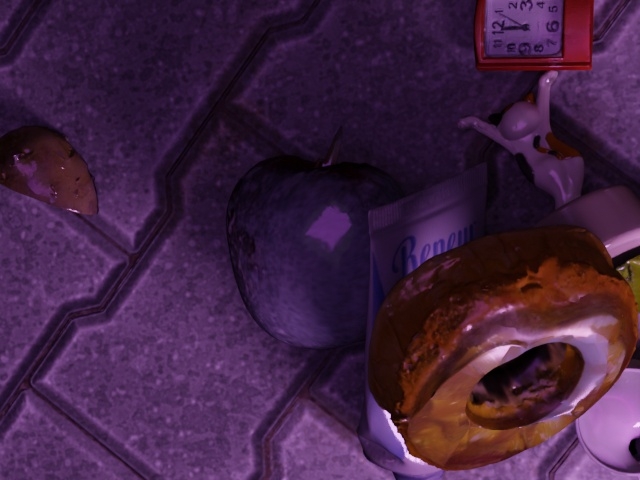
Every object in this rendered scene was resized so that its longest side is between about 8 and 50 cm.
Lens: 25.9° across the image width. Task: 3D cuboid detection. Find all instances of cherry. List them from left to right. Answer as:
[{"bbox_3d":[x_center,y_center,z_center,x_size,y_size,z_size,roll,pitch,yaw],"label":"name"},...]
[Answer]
[{"bbox_3d":[0.000,0.000,1.803,0.255,0.218,0.296,9,104,27],"label":"cherry"}]

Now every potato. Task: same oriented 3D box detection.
[{"bbox_3d":[-0.390,-0.103,1.947,0.172,0.089,0.100,24,97,11],"label":"potato"}]

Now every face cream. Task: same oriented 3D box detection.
[{"bbox_3d":[0.129,0.124,1.772,0.137,0.235,0.420,21,120,39],"label":"face cream"}]

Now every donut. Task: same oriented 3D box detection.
[{"bbox_3d":[0.215,0.128,1.614,0.330,0.160,0.330,-9,124,-14],"label":"donut"}]

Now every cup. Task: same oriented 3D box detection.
[{"bbox_3d":[0.408,0.232,1.765,0.173,0.142,0.134,45,101,6],"label":"cup"}]

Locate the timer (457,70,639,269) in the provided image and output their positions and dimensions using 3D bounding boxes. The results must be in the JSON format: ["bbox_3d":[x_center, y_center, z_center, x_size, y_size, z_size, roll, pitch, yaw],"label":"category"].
[{"bbox_3d":[0.299,-0.079,1.780,0.175,0.175,0.266,-30,71,13],"label":"timer"}]

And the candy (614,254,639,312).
[{"bbox_3d":[0.476,0.027,1.748,0.246,0.149,0.069,-21,52,10],"label":"candy"}]

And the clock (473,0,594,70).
[{"bbox_3d":[0.276,-0.275,1.799,0.155,0.061,0.113,2,90,16],"label":"clock"}]
